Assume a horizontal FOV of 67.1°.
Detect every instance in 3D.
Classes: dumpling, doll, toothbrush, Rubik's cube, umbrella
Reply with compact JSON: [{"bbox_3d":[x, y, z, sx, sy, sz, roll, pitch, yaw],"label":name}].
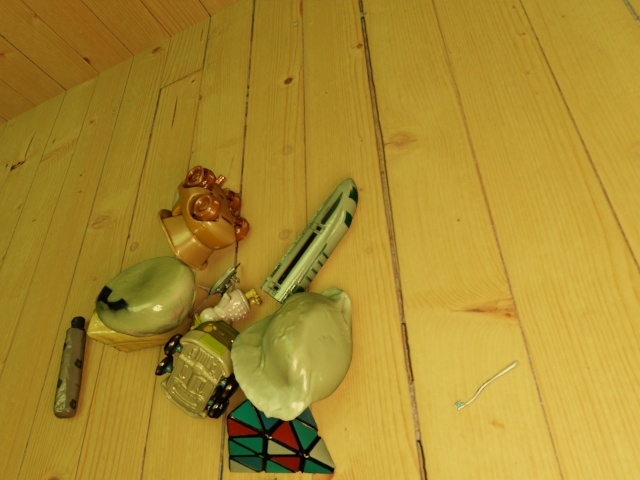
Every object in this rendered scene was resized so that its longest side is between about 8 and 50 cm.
[{"bbox_3d":[-0.044,0.223,1.117,0.270,0.321,0.211,37,111,20],"label":"dumpling"},{"bbox_3d":[-0.263,0.195,1.330,0.207,0.129,0.081,-28,53,-16],"label":"doll"},{"bbox_3d":[0.345,0.301,0.998,0.162,0.014,0.017,-37,69,4],"label":"toothbrush"},{"bbox_3d":[-0.165,0.466,1.098,0.234,0.250,0.284,-48,52,21],"label":"Rubik's cube"},{"bbox_3d":[-0.799,0.398,1.552,0.073,0.067,0.337,122,147,-46],"label":"umbrella"}]

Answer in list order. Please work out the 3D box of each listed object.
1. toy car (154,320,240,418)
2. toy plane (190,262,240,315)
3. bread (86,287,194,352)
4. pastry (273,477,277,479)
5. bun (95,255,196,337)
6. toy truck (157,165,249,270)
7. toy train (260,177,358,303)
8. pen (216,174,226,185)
[{"bbox_3d":[-0.276,0.309,1.236,0.204,0.198,0.247,34,120,7],"label":"toy car"},{"bbox_3d":[-0.283,0.124,1.373,0.226,0.058,0.226,-26,19,48],"label":"toy plane"},{"bbox_3d":[-0.535,0.219,1.453,0.264,0.163,0.167,-15,54,21],"label":"bread"},{"bbox_3d":[-0.140,0.583,1.072,0.140,0.056,0.080,-28,40,15],"label":"pastry"},{"bbox_3d":[-0.474,0.178,1.359,0.284,0.179,0.283,-11,30,6],"label":"bun"},{"bbox_3d":[-0.364,-0.072,1.508,0.212,0.204,0.288,-34,52,10],"label":"toy truck"},{"bbox_3d":[0.000,0.000,1.331,0.088,0.086,0.406,28,77,39],"label":"toy train"},{"bbox_3d":[-0.420,-0.138,1.695,0.239,0.028,0.028,-49,50,-5],"label":"pen"}]
